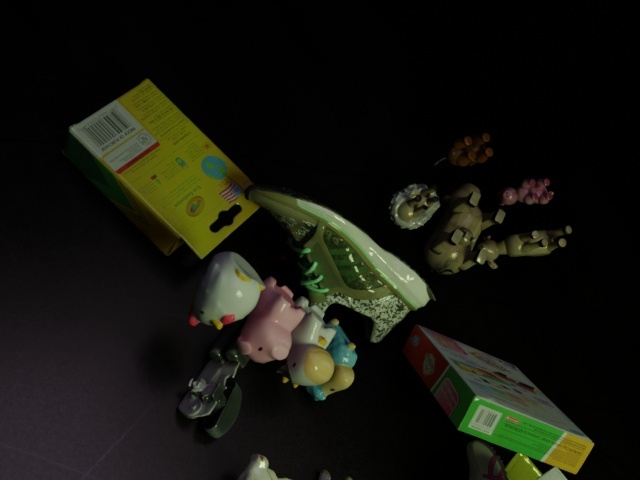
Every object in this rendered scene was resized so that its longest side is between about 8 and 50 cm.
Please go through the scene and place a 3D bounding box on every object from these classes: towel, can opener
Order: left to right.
[{"bbox_3d":[-0.145,0.200,1.389,0.093,0.074,0.280,59,45,-35],"label":"can opener"},{"bbox_3d":[0.434,0.519,1.556,0.237,0.021,0.102,50,51,4],"label":"towel"}]

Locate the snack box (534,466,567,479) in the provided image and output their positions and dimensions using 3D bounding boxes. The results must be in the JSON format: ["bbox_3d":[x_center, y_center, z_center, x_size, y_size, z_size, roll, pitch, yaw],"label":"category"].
[{"bbox_3d":[0.402,0.529,1.255,0.187,0.060,0.322,-19,60,-36],"label":"snack box"}]

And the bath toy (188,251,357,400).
[{"bbox_3d":[-0.079,0.148,1.327,0.348,0.129,0.151,39,12,-42],"label":"bath toy"}]

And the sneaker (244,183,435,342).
[{"bbox_3d":[0.015,0.050,1.482,0.410,0.158,0.182,36,88,-15],"label":"sneaker"}]

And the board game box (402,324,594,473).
[{"bbox_3d":[0.304,0.274,1.461,0.242,0.316,0.064,24,100,-16],"label":"board game box"}]

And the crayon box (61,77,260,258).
[{"bbox_3d":[-0.276,-0.117,1.468,0.318,0.081,0.202,45,52,1],"label":"crayon box"}]

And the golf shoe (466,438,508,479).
[{"bbox_3d":[0.299,0.456,1.485,0.086,0.067,0.186,-4,67,-29],"label":"golf shoe"}]

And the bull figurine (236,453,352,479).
[{"bbox_3d":[-0.010,0.463,1.288,0.188,0.101,0.310,-23,76,-38],"label":"bull figurine"}]

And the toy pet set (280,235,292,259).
[{"bbox_3d":[0.000,0.000,1.569,0.122,0.065,0.114,24,55,-16],"label":"toy pet set"}]

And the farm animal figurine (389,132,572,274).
[{"bbox_3d":[0.327,-0.039,1.722,0.327,0.172,0.330,-43,97,-26],"label":"farm animal figurine"}]
